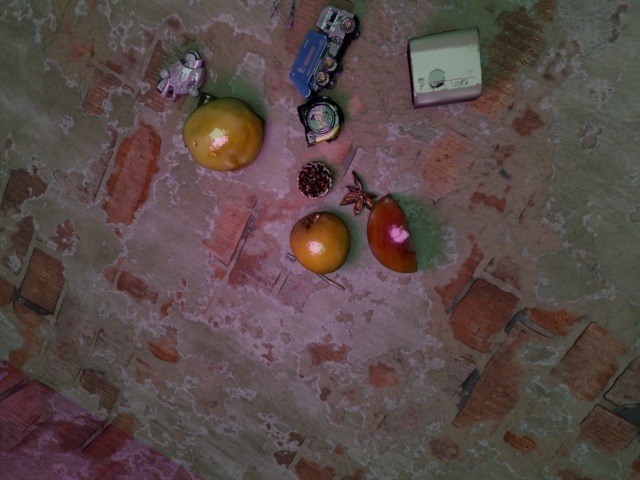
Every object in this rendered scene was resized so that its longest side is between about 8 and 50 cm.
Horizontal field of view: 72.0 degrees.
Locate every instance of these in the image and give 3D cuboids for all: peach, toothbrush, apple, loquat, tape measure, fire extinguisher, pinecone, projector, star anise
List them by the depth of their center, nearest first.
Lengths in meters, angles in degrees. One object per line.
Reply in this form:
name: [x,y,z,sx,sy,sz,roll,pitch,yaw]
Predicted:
projector: [0.466,-0.649,1.682,0.249,0.248,0.248,-5,101,11]
peach: [-0.405,-0.453,1.862,0.315,0.314,0.281,-39,58,17]
tape measure: [0.011,-0.506,1.868,0.186,0.112,0.199,-12,106,19]
apple: [0.312,-0.014,1.891,0.254,0.179,0.346,-5,109,43]
pinecone: [-0.031,-0.255,1.901,0.163,0.165,0.163,3,108,10]
loquat: [0.000,0.000,1.904,0.275,0.275,0.275,2,103,9]
star anise: [0.161,-0.182,1.940,0.157,0.053,0.212,-43,96,12]
fire extinguisher: [-0.545,-0.532,1.960,0.075,0.106,0.252,34,107,26]
toothbrush: [-0.024,0.148,2.063,0.321,0.023,0.031,29,113,3]

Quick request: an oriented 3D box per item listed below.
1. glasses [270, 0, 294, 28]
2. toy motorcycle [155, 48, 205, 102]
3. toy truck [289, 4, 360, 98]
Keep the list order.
glasses: [-0.164,-0.955,1.821,0.104,0.062,0.140,9,103,9]
toy motorcycle: [-0.598,-0.703,1.936,0.260,0.110,0.171,-34,107,20]
toy truck: [0.017,-0.754,1.792,0.175,0.146,0.367,31,106,6]
